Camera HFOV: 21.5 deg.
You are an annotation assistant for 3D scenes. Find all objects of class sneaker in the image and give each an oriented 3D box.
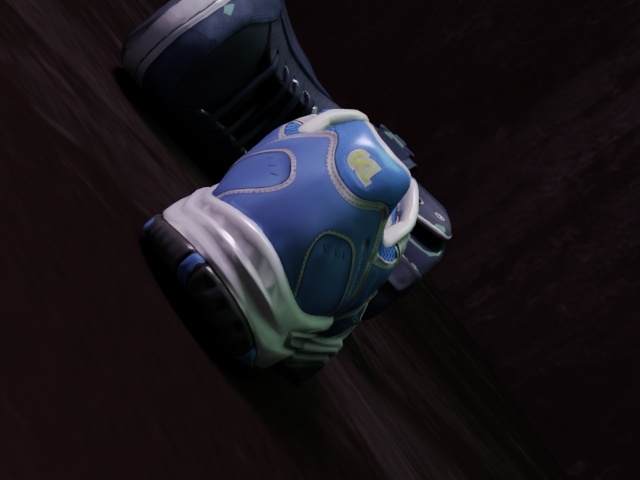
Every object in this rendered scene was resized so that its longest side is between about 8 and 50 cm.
[{"bbox_3d":[-0.008,-0.043,0.814,0.163,0.086,0.226,52,3,9],"label":"sneaker"},{"bbox_3d":[0.000,0.000,0.614,0.080,0.081,0.211,53,3,0],"label":"sneaker"}]
